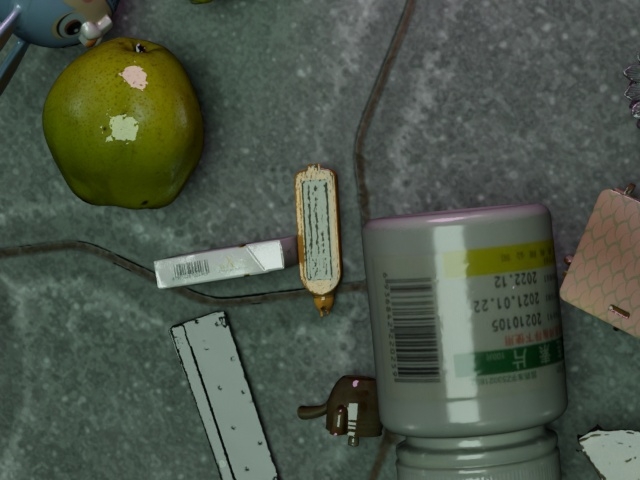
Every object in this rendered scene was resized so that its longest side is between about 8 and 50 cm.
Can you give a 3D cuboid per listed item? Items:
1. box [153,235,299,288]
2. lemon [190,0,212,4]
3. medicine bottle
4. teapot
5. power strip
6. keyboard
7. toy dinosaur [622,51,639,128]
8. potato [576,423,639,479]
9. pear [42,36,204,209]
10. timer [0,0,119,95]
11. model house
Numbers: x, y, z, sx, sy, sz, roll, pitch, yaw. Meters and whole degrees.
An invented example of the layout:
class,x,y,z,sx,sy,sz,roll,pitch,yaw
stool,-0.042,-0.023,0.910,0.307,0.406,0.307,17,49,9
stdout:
class,x,y,z,sx,sy,sz,roll,pitch,yaw
box,-0.106,0.026,1.951,0.154,0.084,0.040,-10,89,14
lemon,-0.109,-0.383,1.879,0.184,0.184,0.248,24,100,11
medicine bottle,0.161,0.136,1.827,0.208,0.208,0.340,-6,92,14
teapot,0.018,0.194,1.937,0.110,0.085,0.080,8,94,33
power strip,0.000,0.000,1.952,0.049,0.028,0.178,-3,92,14
keyboard,-0.110,0.200,1.995,0.072,0.023,0.231,-19,89,7
toy dinosaur,0.380,-0.145,1.843,0.082,0.039,0.209,-19,78,17
potato,0.392,0.292,1.837,0.138,0.098,0.243,-28,80,10
pear,-0.225,-0.130,1.921,0.198,0.198,0.198,1,93,14
timer,-0.313,-0.254,1.930,0.175,0.175,0.255,4,74,14
model house,0.406,0.070,1.748,0.326,0.244,0.169,25,96,10
